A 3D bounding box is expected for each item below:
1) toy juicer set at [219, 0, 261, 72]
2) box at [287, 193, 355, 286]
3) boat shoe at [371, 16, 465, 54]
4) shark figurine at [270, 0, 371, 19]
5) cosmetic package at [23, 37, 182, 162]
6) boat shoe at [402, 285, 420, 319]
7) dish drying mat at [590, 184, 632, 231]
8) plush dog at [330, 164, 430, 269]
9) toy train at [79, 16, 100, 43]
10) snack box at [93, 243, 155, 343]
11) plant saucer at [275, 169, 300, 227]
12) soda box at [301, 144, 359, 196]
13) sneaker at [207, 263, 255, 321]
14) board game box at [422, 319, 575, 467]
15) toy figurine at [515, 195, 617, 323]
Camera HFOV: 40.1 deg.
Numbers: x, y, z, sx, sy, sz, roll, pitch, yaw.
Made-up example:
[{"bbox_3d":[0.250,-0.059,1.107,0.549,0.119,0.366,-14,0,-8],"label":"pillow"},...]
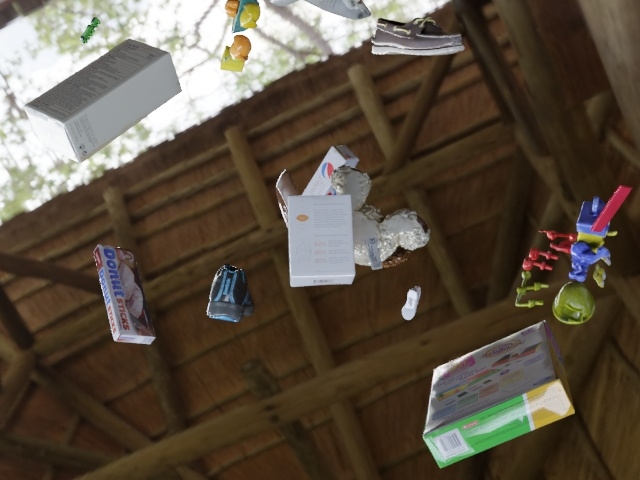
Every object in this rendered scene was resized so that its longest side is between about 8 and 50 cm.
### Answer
[{"bbox_3d":[-0.203,-0.612,2.291,0.089,0.329,0.209,14,180,-12],"label":"toy juicer set"},{"bbox_3d":[0.000,0.000,1.771,0.130,0.171,0.091,-1,166,-3],"label":"box"},{"bbox_3d":[0.251,-0.535,2.296,0.116,0.097,0.324,-9,-164,-32],"label":"boat shoe"},{"bbox_3d":[-0.056,-0.454,1.452,0.166,0.278,0.116,-23,164,-49],"label":"shark figurine"},{"bbox_3d":[-0.481,-0.318,1.961,0.160,0.113,0.309,25,-127,35],"label":"cosmetic package"},{"bbox_3d":[0.233,0.156,2.216,0.035,0.100,0.035,27,-141,25],"label":"boat shoe"},{"bbox_3d":[0.445,-0.049,1.346,0.032,0.083,0.008,6,-149,-39],"label":"dish drying mat"},{"bbox_3d":[0.092,-0.010,1.974,0.211,0.262,0.225,-51,169,-9],"label":"plush dog"},{"bbox_3d":[-0.601,-0.548,2.286,0.017,0.024,0.083,11,-117,32],"label":"toy train"},{"bbox_3d":[-0.312,0.084,1.392,0.022,0.064,0.178,-49,-132,32],"label":"snack box"},{"bbox_3d":[-0.064,-0.064,2.038,0.036,0.199,0.198,-20,-162,-7],"label":"plant saucer"},{"bbox_3d":[0.027,-0.189,2.708,0.069,0.074,0.216,-8,139,-48],"label":"soda box"},{"bbox_3d":[-0.236,0.137,2.431,0.125,0.140,0.341,10,-179,-4],"label":"sneaker"},{"bbox_3d":[0.310,0.260,1.546,0.242,0.064,0.316,-27,-174,15],"label":"board game box"},{"bbox_3d":[0.584,-0.001,2.018,0.191,0.217,0.362,19,-143,17],"label":"toy figurine"}]
